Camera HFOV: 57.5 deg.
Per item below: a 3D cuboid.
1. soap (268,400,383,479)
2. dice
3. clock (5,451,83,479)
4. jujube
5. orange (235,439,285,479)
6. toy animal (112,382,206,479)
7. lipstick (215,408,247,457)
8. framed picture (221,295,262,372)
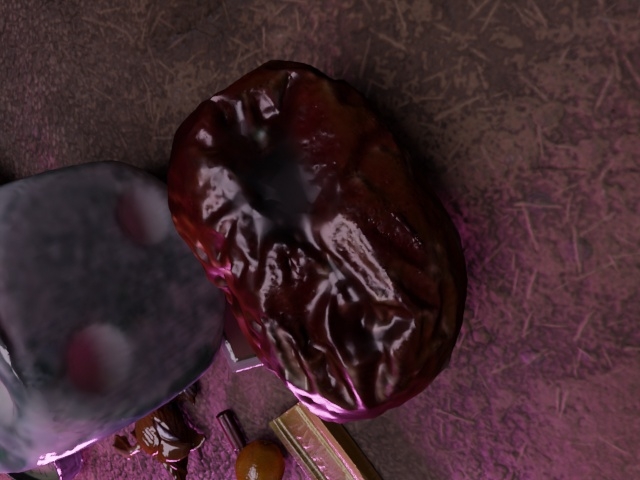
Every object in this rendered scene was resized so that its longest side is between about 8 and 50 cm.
[{"bbox_3d":[0.030,0.349,0.873,0.092,0.037,0.252,-40,84,30],"label":"soap"},{"bbox_3d":[-0.365,0.098,0.816,0.328,0.348,0.330,-21,93,37],"label":"dice"},{"bbox_3d":[-0.610,0.397,1.177,0.281,0.055,0.280,13,125,20],"label":"clock"},{"bbox_3d":[0.002,0.000,0.643,0.276,0.276,0.377,-29,97,31],"label":"jujube"},{"bbox_3d":[-0.095,0.357,0.922,0.085,0.085,0.085,8,109,26],"label":"orange"},{"bbox_3d":[-0.252,0.323,0.993,0.179,0.089,0.188,-36,81,16],"label":"toy animal"},{"bbox_3d":[-0.122,0.362,0.964,0.027,0.027,0.176,-24,94,31],"label":"lipstick"},{"bbox_3d":[-0.073,0.070,0.854,0.273,0.016,0.216,-21,96,32],"label":"framed picture"}]
